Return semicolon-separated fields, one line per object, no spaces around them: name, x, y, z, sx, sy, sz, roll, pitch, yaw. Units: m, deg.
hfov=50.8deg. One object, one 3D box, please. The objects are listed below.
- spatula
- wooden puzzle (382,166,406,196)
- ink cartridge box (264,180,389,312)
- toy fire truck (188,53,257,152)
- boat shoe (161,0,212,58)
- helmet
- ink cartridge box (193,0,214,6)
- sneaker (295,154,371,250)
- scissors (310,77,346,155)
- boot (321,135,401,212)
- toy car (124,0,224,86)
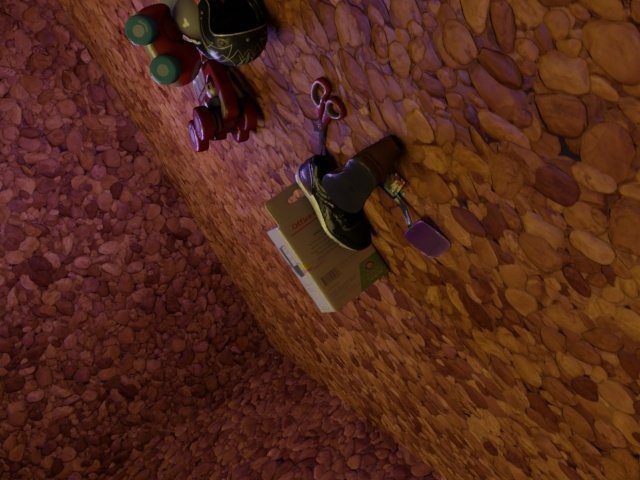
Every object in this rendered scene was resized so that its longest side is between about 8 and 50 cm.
spatula;0.181;-0.081;1.552;0.296;0.030;0.084;53;140;11
wooden puzzle;0.164;-0.133;1.514;0.083;0.006;0.049;49;136;15
ink cartridge box;0.000;0.000;1.874;0.353;0.207;0.119;56;161;-6
toy fire truck;-0.314;-0.417;2.000;0.302;0.169;0.254;155;98;-71
boat shoe;-0.332;-0.586;1.818;0.227;0.081;0.079;48;134;-1
helmet;-0.200;-0.483;1.557;0.161;0.169;0.169;70;161;-1
ink cartridge box;-0.241;-0.598;1.544;0.056;0.099;0.135;53;163;-7
sneaker;0.047;-0.096;1.760;0.283;0.107;0.124;52;153;-6
scissors;0.000;-0.295;1.643;0.109;0.021;0.297;49;163;4
boot;0.094;-0.147;1.522;0.112;0.115;0.305;48;160;-5
toy car;-0.325;-0.526;1.696;0.210;0.238;0.219;60;-166;-14
